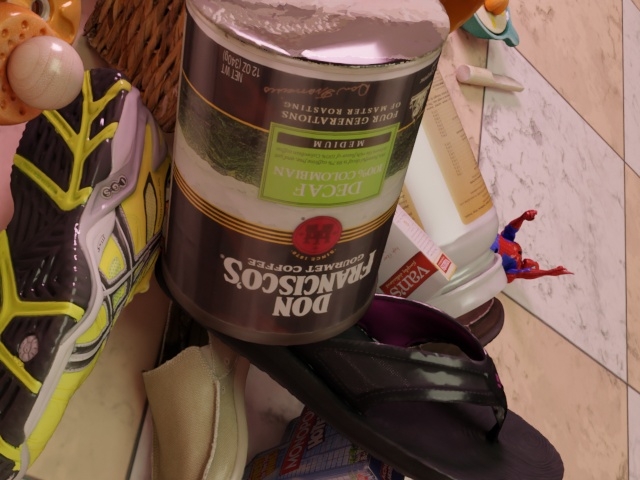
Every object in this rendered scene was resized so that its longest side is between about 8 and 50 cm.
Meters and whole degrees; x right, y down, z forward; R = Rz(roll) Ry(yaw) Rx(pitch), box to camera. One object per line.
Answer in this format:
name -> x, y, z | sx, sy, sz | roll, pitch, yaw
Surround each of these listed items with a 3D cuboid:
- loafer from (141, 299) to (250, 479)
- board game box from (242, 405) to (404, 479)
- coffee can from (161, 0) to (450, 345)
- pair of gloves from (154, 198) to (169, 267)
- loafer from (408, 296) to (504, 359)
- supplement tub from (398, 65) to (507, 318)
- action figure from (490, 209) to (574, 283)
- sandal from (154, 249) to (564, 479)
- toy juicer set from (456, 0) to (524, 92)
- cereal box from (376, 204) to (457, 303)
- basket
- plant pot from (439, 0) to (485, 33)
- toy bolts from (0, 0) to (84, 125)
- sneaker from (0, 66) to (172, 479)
loafer -> -0.127, 0.152, 0.879 | 0.092, 0.102, 0.268 | 34, 44, -33
board game box -> -0.003, 0.223, 0.942 | 0.060, 0.194, 0.194 | 57, 23, -16
coffee can -> -0.024, -0.078, 0.763 | 0.202, 0.275, 0.201 | 7, 40, -6
pair of gloves -> -0.157, 0.000, 0.962 | 0.074, 0.010, 0.083 | 57, 40, -14
loafer -> 0.181, 0.120, 1.240 | 0.220, 0.080, 0.078 | -41, 108, -47
supplement tub -> 0.072, -0.061, 1.072 | 0.228, 0.228, 0.316 | -29, 99, -49
action figure -> 0.271, -0.009, 1.351 | 0.280, 0.139, 0.091 | 29, 57, -41
sandal -> 0.048, 0.103, 0.859 | 0.446, 0.107, 0.167 | 32, 28, 1
toy juicer set -> 0.254, -0.381, 1.499 | 0.209, 0.090, 0.328 | -34, 102, -49
cereal box -> 0.000, 0.000, 0.960 | 0.240, 0.173, 0.047 | 46, 28, 1
basket -> -0.057, -0.262, 0.916 | 0.213, 0.299, 0.223 | 47, 35, 21
plant pot -> 0.108, -0.390, 1.275 | 0.205, 0.205, 0.187 | -8, 67, -49
toy bolts -> -0.240, -0.227, 0.776 | 0.218, 0.159, 0.228 | -43, 139, -53
sneaker -> -0.209, 0.038, 0.796 | 0.147, 0.145, 0.384 | 48, 51, -51
